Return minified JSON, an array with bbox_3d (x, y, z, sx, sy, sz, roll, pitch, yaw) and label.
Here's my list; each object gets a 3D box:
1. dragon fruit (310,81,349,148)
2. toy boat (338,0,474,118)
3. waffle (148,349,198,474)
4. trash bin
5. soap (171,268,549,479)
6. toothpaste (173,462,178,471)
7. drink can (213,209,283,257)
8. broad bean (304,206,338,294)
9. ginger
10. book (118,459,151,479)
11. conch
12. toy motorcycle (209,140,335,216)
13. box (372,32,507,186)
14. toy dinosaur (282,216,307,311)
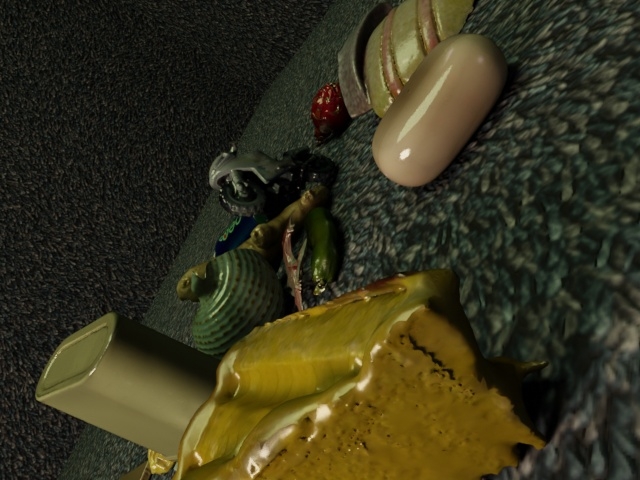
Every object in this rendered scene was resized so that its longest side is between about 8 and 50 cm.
[{"bbox_3d":[0.018,-0.267,1.296,0.191,0.094,0.094,107,-179,-54],"label":"dragon fruit"},{"bbox_3d":[0.139,-0.347,1.034,0.293,0.111,0.276,-1,66,59],"label":"toy boat"},{"bbox_3d":[-0.271,0.335,1.097,0.219,0.057,0.229,-44,23,42],"label":"waffle"},{"bbox_3d":[-0.240,0.215,0.819,0.243,0.247,0.121,-25,41,40],"label":"trash bin"},{"bbox_3d":[-0.017,0.200,0.412,0.338,0.169,0.305,-31,32,60],"label":"soap"},{"bbox_3d":[-0.186,0.305,0.943,0.046,0.034,0.164,-24,39,63],"label":"toothpaste"},{"bbox_3d":[-0.136,-0.004,1.194,0.205,0.118,0.118,-44,22,39],"label":"drink can"},{"bbox_3d":[0.002,-0.003,0.919,0.255,0.046,0.065,-97,28,-63],"label":"broad bean"},{"bbox_3d":[-0.102,0.013,1.031,0.333,0.148,0.081,-42,49,-11],"label":"ginger"},{"bbox_3d":[-0.427,0.606,1.140,0.217,0.021,0.311,-42,24,46],"label":"book"},{"bbox_3d":[-0.127,0.116,0.916,0.172,0.131,0.200,-37,-27,-12],"label":"conch"},{"bbox_3d":[-0.101,-0.126,1.095,0.270,0.159,0.106,-30,-38,-41],"label":"toy motorcycle"},{"bbox_3d":[0.142,-0.159,0.711,0.200,0.088,0.146,-55,15,15],"label":"box"},{"bbox_3d":[-0.038,0.046,0.896,0.108,0.032,0.220,106,159,-48],"label":"toy dinosaur"}]
